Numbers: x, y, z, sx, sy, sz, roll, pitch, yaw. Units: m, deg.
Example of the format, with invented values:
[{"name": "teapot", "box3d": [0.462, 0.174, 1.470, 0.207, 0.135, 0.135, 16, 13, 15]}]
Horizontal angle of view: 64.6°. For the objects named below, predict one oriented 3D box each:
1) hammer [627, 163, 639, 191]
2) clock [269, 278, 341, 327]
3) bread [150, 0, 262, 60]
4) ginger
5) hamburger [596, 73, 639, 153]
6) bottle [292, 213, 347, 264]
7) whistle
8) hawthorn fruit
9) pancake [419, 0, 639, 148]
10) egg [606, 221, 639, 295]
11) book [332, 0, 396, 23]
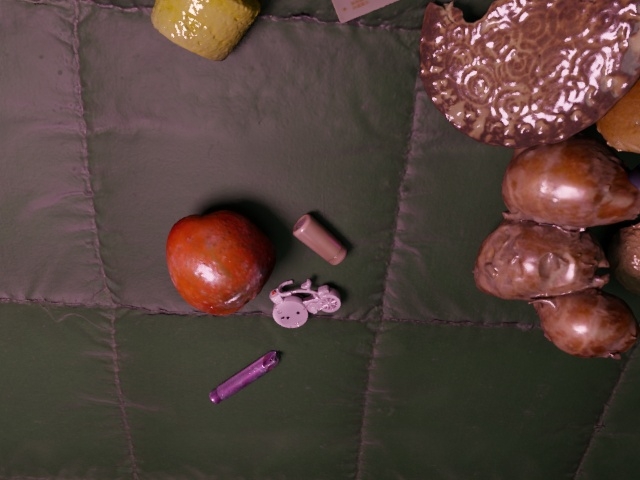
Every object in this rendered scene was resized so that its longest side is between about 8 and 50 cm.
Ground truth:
[{"name": "hammer", "box3d": [0.507, -0.125, 0.703, 0.290, 0.137, 0.037, -23, 123, -30]}, {"name": "clock", "box3d": [-0.029, 0.110, 0.915, 0.129, 0.041, 0.087, -17, 120, 13]}, {"name": "bread", "box3d": [-0.152, -0.309, 0.663, 0.129, 0.111, 0.114, 33, 120, -12]}, {"name": "ginger", "box3d": [0.362, -0.020, 0.770, 0.176, 0.256, 0.375, -9, 105, -34]}, {"name": "hamburger", "box3d": [0.453, -0.216, 0.636, 0.132, 0.309, 0.211, 30, 142, -5]}, {"name": "bottle", "box3d": [0.000, 0.000, 0.857, 0.045, 0.045, 0.096, -42, 113, 18]}, {"name": "whistle", "box3d": [-0.150, 0.271, 1.000, 0.176, 0.033, 0.033, -35, 113, 16]}, {"name": "hawthorn fruit", "box3d": [-0.162, 0.030, 0.805, 0.173, 0.173, 0.172, 0, 117, -1]}, {"name": "pancake", "box3d": [0.261, -0.257, 0.651, 0.286, 0.033, 0.288, 33, 128, 25]}, {"name": "egg", "box3d": [0.544, 0.031, 0.844, 0.118, 0.116, 0.140, -25, 105, 37]}, {"name": "book", "box3d": [0.070, -0.412, 0.574, 0.208, 0.020, 0.295, -18, 144, 14]}]
